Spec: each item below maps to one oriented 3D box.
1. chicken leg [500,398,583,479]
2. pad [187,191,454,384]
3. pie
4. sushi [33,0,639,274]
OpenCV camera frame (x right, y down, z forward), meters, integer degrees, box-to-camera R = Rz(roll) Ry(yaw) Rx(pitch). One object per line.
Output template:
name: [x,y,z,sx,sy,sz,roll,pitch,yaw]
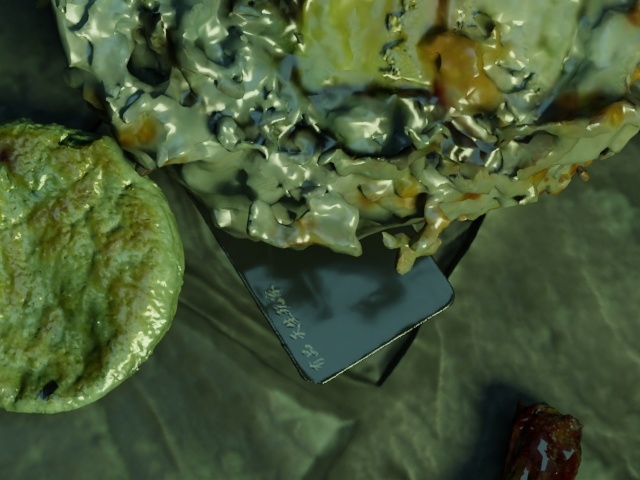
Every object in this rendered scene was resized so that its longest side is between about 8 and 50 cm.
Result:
chicken leg: [0.133,0.262,0.928,0.177,0.083,0.322,-22,82,-18]
pad: [0.000,0.000,1.007,0.112,0.003,0.157,-31,82,-10]
pie: [-0.175,0.014,0.970,0.187,0.041,0.186,1,78,-4]
sushi: [0.021,-0.178,0.953,0.418,0.176,0.417,2,82,-16]
